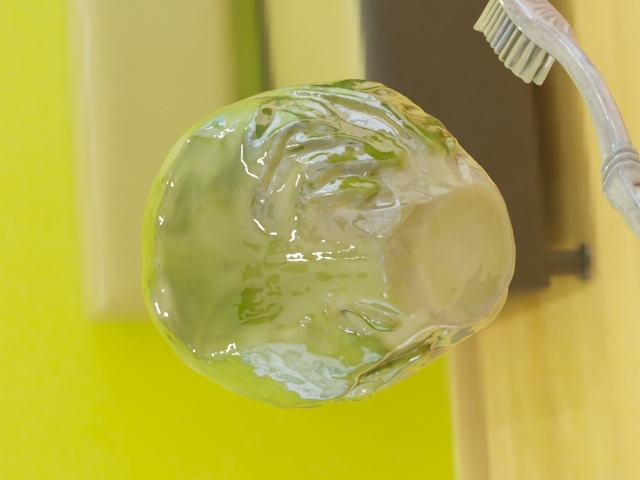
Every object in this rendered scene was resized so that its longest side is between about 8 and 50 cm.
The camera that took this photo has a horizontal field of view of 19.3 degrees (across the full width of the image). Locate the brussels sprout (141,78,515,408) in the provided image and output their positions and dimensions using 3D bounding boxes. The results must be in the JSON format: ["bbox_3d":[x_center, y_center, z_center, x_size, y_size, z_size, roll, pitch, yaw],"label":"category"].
[{"bbox_3d":[-0.003,-0.002,0.756,0.117,0.155,0.155,60,177,-28],"label":"brussels sprout"}]

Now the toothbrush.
[{"bbox_3d":[0.143,0.004,0.745,0.037,0.028,0.375,-59,37,28],"label":"toothbrush"}]
